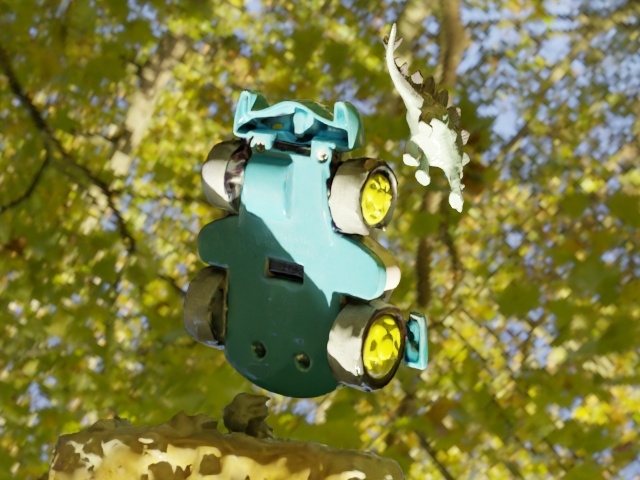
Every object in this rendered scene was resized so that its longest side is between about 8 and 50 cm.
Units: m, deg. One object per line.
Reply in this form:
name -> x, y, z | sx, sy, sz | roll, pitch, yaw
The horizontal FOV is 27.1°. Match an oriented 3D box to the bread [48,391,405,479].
bread -> -0.055, 0.203, 0.696 | 0.196, 0.176, 0.246 | 6, -105, -8

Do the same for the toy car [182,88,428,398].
toy car -> 0.000, 0.000, 0.725 | 0.126, 0.161, 0.098 | 9, -169, 34

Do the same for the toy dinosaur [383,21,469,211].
toy dinosaur -> 0.093, -0.110, 1.174 | 0.209, 0.039, 0.082 | 62, -146, -37
